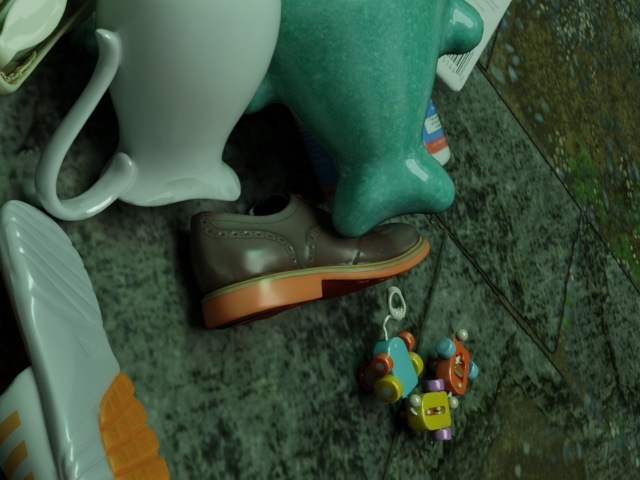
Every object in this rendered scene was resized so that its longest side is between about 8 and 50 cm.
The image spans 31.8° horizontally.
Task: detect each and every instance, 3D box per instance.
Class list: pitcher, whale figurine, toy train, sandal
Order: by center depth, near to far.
[{"bbox_3d":[-0.170,0.102,0.714,0.102,0.076,0.265,29,34,-61],"label":"sandal"},{"bbox_3d":[-0.114,-0.116,0.772,0.177,0.125,0.207,-25,138,-45],"label":"pitcher"},{"bbox_3d":[0.030,-0.140,0.865,0.141,0.216,0.272,-160,-125,-81],"label":"whale figurine"},{"bbox_3d":[0.088,0.119,1.057,0.166,0.046,0.125,40,48,-42],"label":"toy train"}]

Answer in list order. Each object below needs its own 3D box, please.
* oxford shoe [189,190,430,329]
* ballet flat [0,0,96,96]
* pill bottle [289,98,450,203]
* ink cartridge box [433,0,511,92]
[{"bbox_3d":[0.000,0.000,0.944,0.271,0.097,0.098,-11,81,-53],"label":"oxford shoe"},{"bbox_3d":[-0.186,-0.177,0.771,0.086,0.086,0.248,51,43,-29],"label":"ballet flat"},{"bbox_3d":[0.024,-0.154,0.999,0.124,0.124,0.222,-30,103,-52],"label":"pill bottle"},{"bbox_3d":[0.103,-0.338,1.122,0.296,0.066,0.261,39,78,-39],"label":"ink cartridge box"}]
